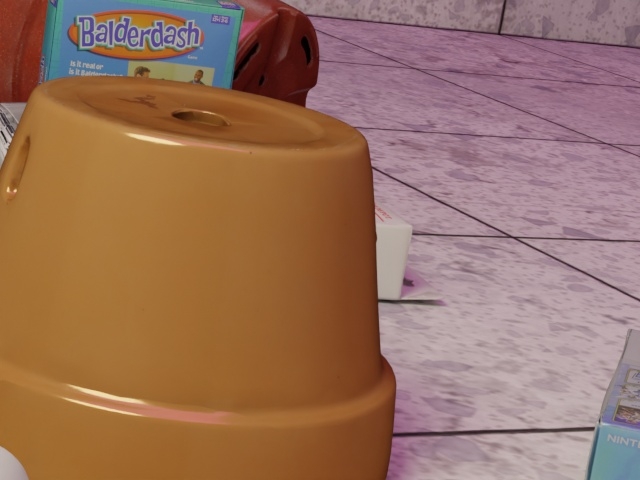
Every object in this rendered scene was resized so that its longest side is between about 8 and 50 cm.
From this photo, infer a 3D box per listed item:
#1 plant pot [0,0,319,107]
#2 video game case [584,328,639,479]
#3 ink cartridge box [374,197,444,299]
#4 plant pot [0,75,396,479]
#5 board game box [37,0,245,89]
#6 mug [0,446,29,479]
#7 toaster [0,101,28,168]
[{"bbox_3d":[-0.163,-0.168,1.769,0.265,0.272,0.272,25,18,24],"label":"plant pot"},{"bbox_3d":[0.315,0.139,1.194,0.269,0.061,0.244,12,12,12],"label":"video game case"},{"bbox_3d":[0.000,0.000,1.540,0.198,0.067,0.115,5,13,-18],"label":"ink cartridge box"},{"bbox_3d":[-0.085,0.021,1.104,0.291,0.203,0.291,9,14,-2],"label":"plant pot"},{"bbox_3d":[-0.159,-0.106,1.561,0.160,0.210,0.047,6,14,-18],"label":"board game box"},{"bbox_3d":[-0.176,0.141,0.884,0.062,0.078,0.064,39,14,-19],"label":"mug"},{"bbox_3d":[-0.185,-0.031,1.422,0.146,0.129,0.227,0,21,-21],"label":"toaster"}]
